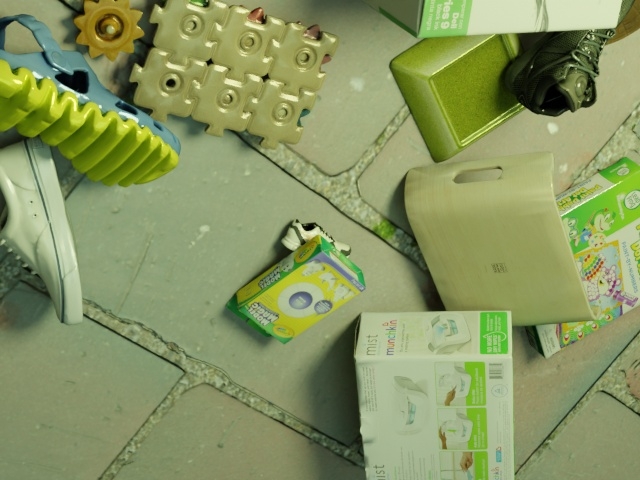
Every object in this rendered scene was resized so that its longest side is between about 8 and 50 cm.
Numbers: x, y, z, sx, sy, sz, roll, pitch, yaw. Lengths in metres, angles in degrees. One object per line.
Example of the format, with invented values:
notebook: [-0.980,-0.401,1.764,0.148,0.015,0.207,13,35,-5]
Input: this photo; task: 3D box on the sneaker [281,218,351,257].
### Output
sneaker: [0.000,0.000,1.790,0.109,0.040,0.044,13,107,-31]

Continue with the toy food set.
toy food set: [0.272,0.009,1.848,0.219,0.092,0.306,-6,131,26]

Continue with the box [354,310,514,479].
box: [0.175,0.247,1.899,0.231,0.127,0.262,-2,121,9]

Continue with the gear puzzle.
gear puzzle: [-0.154,-0.230,1.599,0.338,0.044,0.175,12,112,-26]

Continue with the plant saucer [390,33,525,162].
plant saucer: [0.216,-0.218,1.767,0.188,0.045,0.188,-33,125,-5]

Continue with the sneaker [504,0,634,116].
sneaker: [0.355,-0.254,1.684,0.087,0.130,0.227,32,110,-36]

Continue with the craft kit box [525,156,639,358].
craft kit box: [0.418,0.030,1.991,0.246,0.061,0.250,-31,125,-10]

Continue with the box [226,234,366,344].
box: [-0.037,0.077,1.791,0.179,0.043,0.105,-35,128,21]

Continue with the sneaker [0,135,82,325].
sneaker: [-0.361,-0.007,1.600,0.091,0.094,0.258,-12,112,-8]

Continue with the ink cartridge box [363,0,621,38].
ink cartridge box: [0.212,-0.346,1.594,0.289,0.211,0.122,-6,118,-21]

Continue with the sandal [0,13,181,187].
sandal: [-0.293,-0.171,1.513,0.126,0.138,0.317,-26,141,32]

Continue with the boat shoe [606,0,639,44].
boat shoe: [0.443,-0.374,1.772,0.285,0.089,0.104,-35,140,0]
